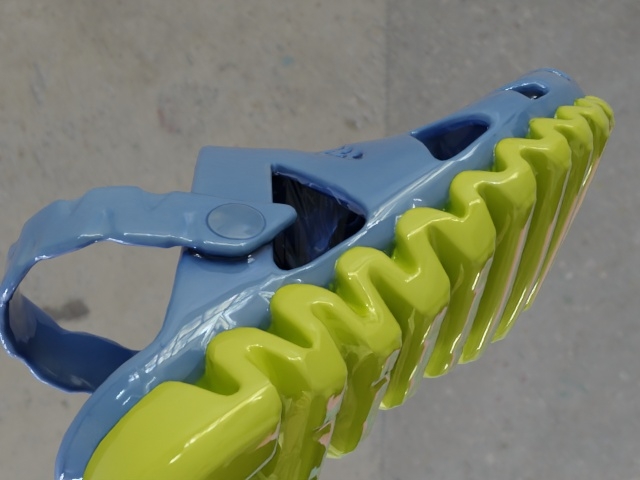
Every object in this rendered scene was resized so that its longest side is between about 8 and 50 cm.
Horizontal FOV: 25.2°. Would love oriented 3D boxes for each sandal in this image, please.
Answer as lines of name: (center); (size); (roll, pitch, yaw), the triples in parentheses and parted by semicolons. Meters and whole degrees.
sandal: (0.000, 0.000, 0.558); (0.317, 0.138, 0.126); (-31, 148, -42)
